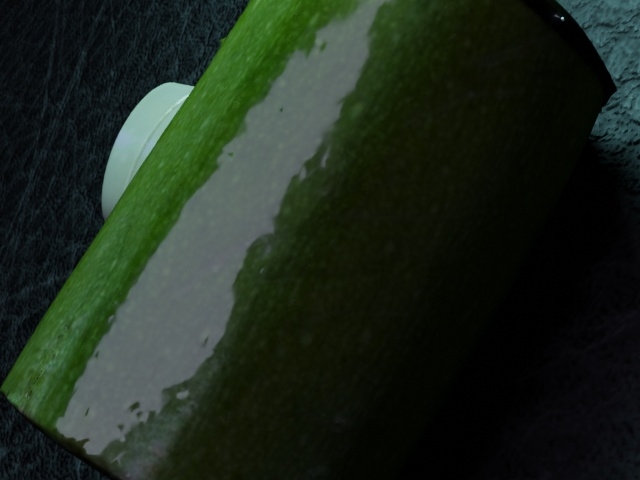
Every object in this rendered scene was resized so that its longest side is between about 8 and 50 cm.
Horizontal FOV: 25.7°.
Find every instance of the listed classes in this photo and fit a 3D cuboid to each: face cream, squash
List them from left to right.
[{"bbox_3d":[-0.102,-0.058,1.301,0.348,0.081,0.173,18,78,58],"label":"face cream"},{"bbox_3d":[0.000,0.000,0.938,0.384,0.263,0.263,-59,31,-4],"label":"squash"}]
